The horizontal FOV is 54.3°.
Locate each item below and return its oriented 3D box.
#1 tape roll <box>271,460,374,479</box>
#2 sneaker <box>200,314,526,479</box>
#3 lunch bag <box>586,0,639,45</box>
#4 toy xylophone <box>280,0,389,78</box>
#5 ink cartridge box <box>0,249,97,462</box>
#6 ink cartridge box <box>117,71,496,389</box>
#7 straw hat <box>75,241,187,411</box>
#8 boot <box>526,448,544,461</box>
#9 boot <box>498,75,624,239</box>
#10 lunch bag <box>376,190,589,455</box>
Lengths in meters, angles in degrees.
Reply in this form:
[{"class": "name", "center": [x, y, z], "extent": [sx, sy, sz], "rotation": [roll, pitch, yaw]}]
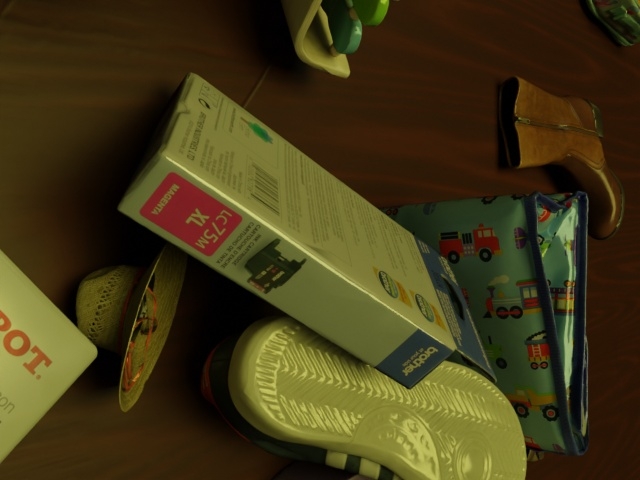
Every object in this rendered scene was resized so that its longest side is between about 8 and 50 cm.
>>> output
[{"class": "tape roll", "center": [0.012, 0.318, 0.619], "extent": [0.189, 0.080, 0.188], "rotation": [5, 83, -45]}, {"class": "sneaker", "center": [0.046, 0.166, 0.594], "extent": [0.350, 0.148, 0.131], "rotation": [32, 61, -25]}, {"class": "lunch bag", "center": [0.638, -0.539, 1.292], "extent": [0.279, 0.108, 0.223], "rotation": [12, 84, -43]}, {"class": "toy xylophone", "center": [0.033, -0.310, 0.537], "extent": [0.081, 0.323, 0.236], "rotation": [-3, 72, -27]}, {"class": "ink cartridge box", "center": [-0.291, 0.085, 0.289], "extent": [0.289, 0.122, 0.211], "rotation": [-53, 124, -34]}, {"class": "ink cartridge box", "center": [0.000, 0.000, 0.513], "extent": [0.311, 0.065, 0.185], "rotation": [32, 23, -20]}, {"class": "straw hat", "center": [-0.152, 0.051, 0.474], "extent": [0.061, 0.144, 0.144], "rotation": [15, 73, -1]}, {"class": "boot", "center": [0.339, 0.289, 0.985], "extent": [0.087, 0.042, 0.118], "rotation": [-5, 91, -44]}, {"class": "boot", "center": [0.406, -0.127, 1.039], "extent": [0.281, 0.096, 0.263], "rotation": [-3, 90, -45]}, {"class": "lunch bag", "center": [0.172, 0.101, 0.693], "extent": [0.138, 0.221, 0.292], "rotation": [-5, 91, -46]}]
